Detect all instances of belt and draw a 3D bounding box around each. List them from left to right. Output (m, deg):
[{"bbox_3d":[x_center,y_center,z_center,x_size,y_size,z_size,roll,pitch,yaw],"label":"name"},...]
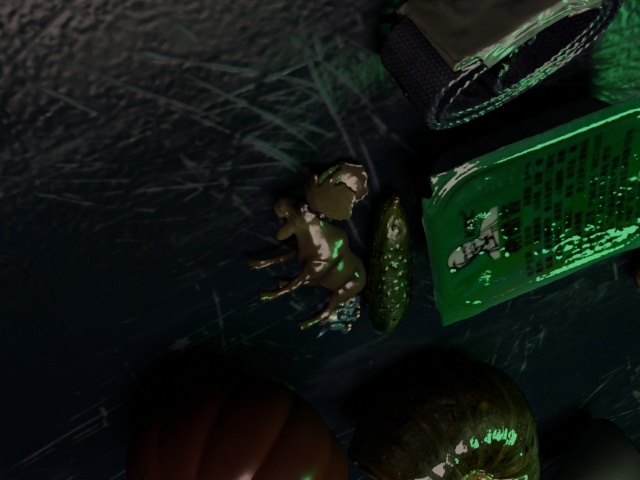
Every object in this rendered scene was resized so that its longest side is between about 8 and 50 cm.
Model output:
[{"bbox_3d":[0.175,-0.221,0.747,0.231,0.126,0.139,-31,158,3],"label":"belt"}]

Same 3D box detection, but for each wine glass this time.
[{"bbox_3d":[0.398,0.520,1.403,0.406,0.267,0.267,-17,133,-4],"label":"wine glass"}]

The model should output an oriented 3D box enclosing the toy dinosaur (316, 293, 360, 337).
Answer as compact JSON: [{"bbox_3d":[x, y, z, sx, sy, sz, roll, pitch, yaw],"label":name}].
[{"bbox_3d":[0.024,0.102,1.020,0.047,0.030,0.083,16,120,-32],"label":"toy dinosaur"}]

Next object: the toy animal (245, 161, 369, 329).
[{"bbox_3d":[0.000,0.000,0.892,0.186,0.093,0.214,-32,141,11],"label":"toy animal"}]

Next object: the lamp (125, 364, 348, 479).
[{"bbox_3d":[-0.108,0.311,0.980,0.303,0.257,0.303,12,130,15],"label":"lamp"}]

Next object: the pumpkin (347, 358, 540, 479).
[{"bbox_3d":[0.213,0.299,1.183,0.325,0.242,0.232,29,84,-34],"label":"pumpkin"}]

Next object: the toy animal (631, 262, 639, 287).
[{"bbox_3d":[0.544,0.048,1.138,0.275,0.149,0.054,34,71,-46],"label":"toy animal"}]

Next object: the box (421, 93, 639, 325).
[{"bbox_3d":[0.272,-0.061,0.938,0.337,0.106,0.264,-20,133,-5],"label":"box"}]

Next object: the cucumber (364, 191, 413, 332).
[{"bbox_3d":[0.090,0.032,0.966,0.069,0.069,0.227,-13,131,-13],"label":"cucumber"}]
